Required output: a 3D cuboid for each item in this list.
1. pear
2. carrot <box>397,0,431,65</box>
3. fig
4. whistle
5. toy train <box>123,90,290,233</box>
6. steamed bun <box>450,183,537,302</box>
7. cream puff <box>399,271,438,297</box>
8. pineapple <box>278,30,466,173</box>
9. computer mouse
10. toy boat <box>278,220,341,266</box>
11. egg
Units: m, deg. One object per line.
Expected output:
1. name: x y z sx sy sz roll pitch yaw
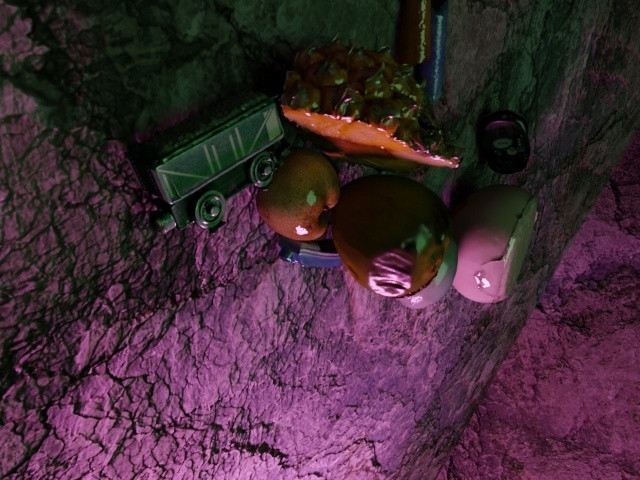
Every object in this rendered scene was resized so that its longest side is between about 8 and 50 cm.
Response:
1. pear: -0.038 -0.086 0.917 0.167 0.136 0.167 -48 157 -28
2. carrot: 0.200 -0.469 1.031 0.072 0.072 0.205 -28 129 -37
3. fig: 0.128 -0.021 1.017 0.239 0.271 0.240 -30 140 -29
4. whistle: 0.249 -0.463 1.097 0.062 0.062 0.304 -32 133 -34
5. toy train: -0.167 -0.122 0.779 0.269 0.115 0.154 -38 128 -28
6. steamed bun: 0.500 0.001 1.523 0.374 0.241 0.375 -35 135 -44
7. cream puff: 0.193 0.026 1.213 0.239 0.164 0.239 -6 104 -27
8. pineapple: 0.126 -0.245 0.871 0.344 0.286 0.209 21 81 -71
9. computer mouse: 0.559 -0.305 1.506 0.096 0.137 0.233 -65 146 -31
10. toy boat: 0.000 0.000 1.065 0.215 0.088 0.102 6 104 -50
11. egg: 0.290 0.079 1.387 0.169 0.169 0.237 7 106 -51
